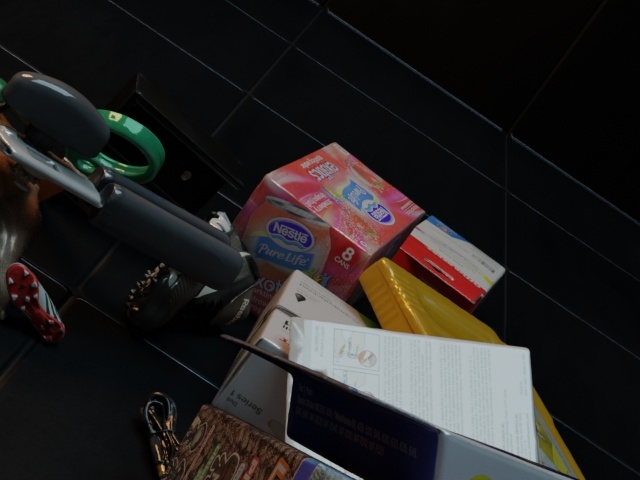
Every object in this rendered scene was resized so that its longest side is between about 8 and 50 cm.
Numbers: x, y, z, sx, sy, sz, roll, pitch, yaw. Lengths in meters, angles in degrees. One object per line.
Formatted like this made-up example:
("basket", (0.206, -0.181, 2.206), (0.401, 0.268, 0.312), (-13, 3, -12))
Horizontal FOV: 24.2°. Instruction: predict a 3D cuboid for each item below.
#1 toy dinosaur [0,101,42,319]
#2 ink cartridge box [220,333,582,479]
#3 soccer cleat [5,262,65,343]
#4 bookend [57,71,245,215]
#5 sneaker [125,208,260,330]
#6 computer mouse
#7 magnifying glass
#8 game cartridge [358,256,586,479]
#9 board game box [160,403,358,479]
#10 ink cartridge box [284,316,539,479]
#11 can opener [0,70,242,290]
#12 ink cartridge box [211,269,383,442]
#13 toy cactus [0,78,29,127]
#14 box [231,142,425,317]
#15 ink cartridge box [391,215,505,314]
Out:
("toy dinosaur", (-0.327, -0.065, 1.369), (0.296, 0.127, 0.200), (46, 13, 16))
("ink cartridge box", (0.090, 0.168, 1.097), (0.307, 0.072, 0.303), (22, -4, -18))
("soccer cleat", (-0.250, 0.053, 1.304), (0.083, 0.029, 0.035), (60, -4, -23))
("bookend", (-0.191, -0.067, 1.599), (0.156, 0.157, 0.072), (42, 14, -19))
("sneaker", (-0.117, 0.048, 1.511), (0.106, 0.078, 0.234), (48, 24, -5))
("computer mouse", (-0.063, 0.195, 1.288), (0.193, 0.042, 0.106), (25, 19, -30))
("magnifying glass", (-0.231, -0.074, 1.455), (0.092, 0.026, 0.231), (37, -29, -24))
("game cartridge", (0.184, 0.189, 1.553), (0.285, 0.052, 0.324), (33, 26, -50))
("board game box", (0.019, 0.236, 0.990), (0.232, 0.141, 0.291), (30, -8, -17))
("ink cartridge box", (0.080, 0.172, 1.347), (0.232, 0.066, 0.189), (6, 54, -5))
("can opener", (-0.178, -0.045, 1.350), (0.280, 0.093, 0.074), (36, 11, -34))
("ink cartridge box", (-0.001, 0.136, 1.469), (0.160, 0.092, 0.219), (35, 17, -3))
("toy cactus", (-0.373, -0.171, 1.514), (0.219, 0.112, 0.180), (31, -10, 2))
("box", (0.000, 0.000, 1.743), (0.154, 0.142, 0.300), (38, 18, 7))
("ink cartridge box", (0.159, 0.050, 2.008), (0.134, 0.078, 0.231), (37, 18, 8))
